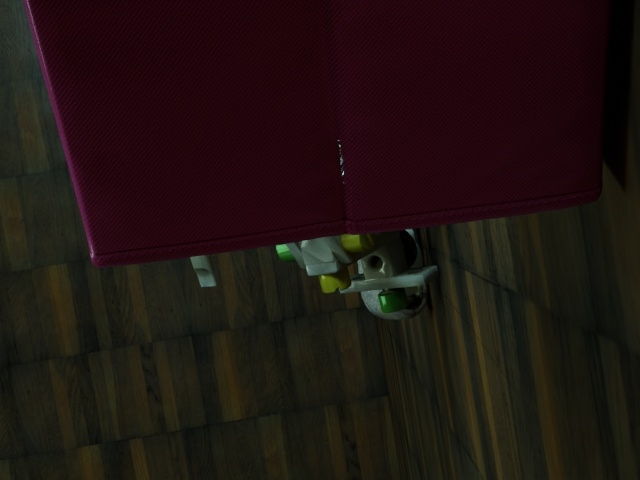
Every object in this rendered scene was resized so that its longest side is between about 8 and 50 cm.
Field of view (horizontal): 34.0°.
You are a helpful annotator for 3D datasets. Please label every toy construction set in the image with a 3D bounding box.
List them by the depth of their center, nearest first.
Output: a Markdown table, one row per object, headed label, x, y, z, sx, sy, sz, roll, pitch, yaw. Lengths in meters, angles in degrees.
| label | x | y | z | sx | sy | sz | roll | pitch | yaw |
| --- | --- | --- | --- | --- | --- | --- | --- | --- | --- |
| toy construction set | 0.000 | 0.000 | 1.231 | 0.257 | 0.308 | 0.237 | -76 | -27 | -71 |

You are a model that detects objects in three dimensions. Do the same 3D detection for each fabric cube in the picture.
| label | x | y | z | sx | sy | sz | roll | pitch | yaw |
| --- | --- | --- | --- | --- | --- | --- | --- | --- | --- |
| fabric cube | -0.009 | -0.176 | 0.523 | 0.254 | 0.259 | 0.258 | -99 | 2 | -55 |

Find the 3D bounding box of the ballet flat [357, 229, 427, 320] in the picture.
| label | x | y | z | sx | sy | sz | roll | pitch | yaw |
| --- | --- | --- | --- | --- | --- | --- | --- | --- | --- |
| ballet flat | 0.090 | -0.041 | 1.393 | 0.106 | 0.107 | 0.316 | 21 | 128 | 66 |
